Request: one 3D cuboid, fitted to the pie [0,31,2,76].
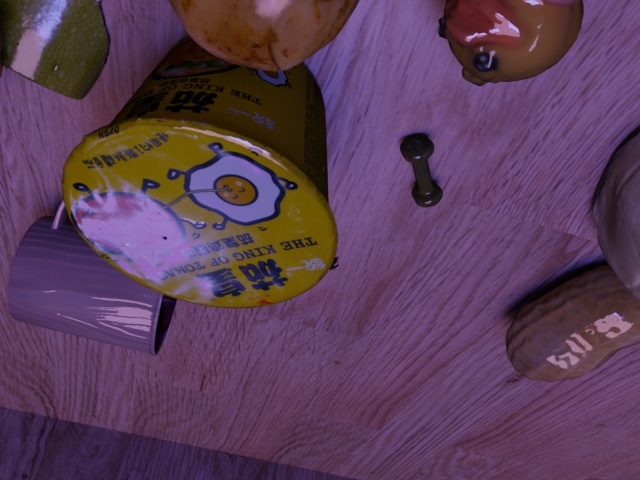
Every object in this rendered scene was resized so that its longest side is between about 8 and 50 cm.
[{"bbox_3d":[-0.513,-0.290,0.637,0.339,0.083,0.340,15,132,17],"label":"pie"}]

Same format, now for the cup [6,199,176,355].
[{"bbox_3d":[-0.393,0.061,1.000,0.272,0.208,0.288,14,141,-5],"label":"cup"}]

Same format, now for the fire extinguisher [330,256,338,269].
[{"bbox_3d":[0.000,0.000,1.000,0.048,0.035,0.173,-4,136,8],"label":"fire extinguisher"}]

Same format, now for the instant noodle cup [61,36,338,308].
[{"bbox_3d":[-0.126,-0.102,0.722,0.325,0.254,0.326,5,141,4],"label":"instant noodle cup"}]

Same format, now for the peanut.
[{"bbox_3d":[0.489,0.151,1.009,0.174,0.158,0.340,37,132,-2],"label":"peanut"}]

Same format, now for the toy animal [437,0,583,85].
[{"bbox_3d":[0.218,-0.271,0.548,0.169,0.195,0.281,-16,152,-39],"label":"toy animal"}]

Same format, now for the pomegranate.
[{"bbox_3d":[-0.057,-0.280,0.552,0.215,0.216,0.215,4,141,4],"label":"pomegranate"}]

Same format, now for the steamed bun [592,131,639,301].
[{"bbox_3d":[0.523,-0.014,0.764,0.272,0.274,0.290,6,140,28],"label":"steamed bun"}]

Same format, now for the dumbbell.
[{"bbox_3d":[0.154,-0.104,0.835,0.046,0.052,0.118,-27,136,-2],"label":"dumbbell"}]

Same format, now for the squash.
[{"bbox_3d":[-0.373,-0.264,0.700,0.191,0.085,0.184,27,138,-24],"label":"squash"}]
